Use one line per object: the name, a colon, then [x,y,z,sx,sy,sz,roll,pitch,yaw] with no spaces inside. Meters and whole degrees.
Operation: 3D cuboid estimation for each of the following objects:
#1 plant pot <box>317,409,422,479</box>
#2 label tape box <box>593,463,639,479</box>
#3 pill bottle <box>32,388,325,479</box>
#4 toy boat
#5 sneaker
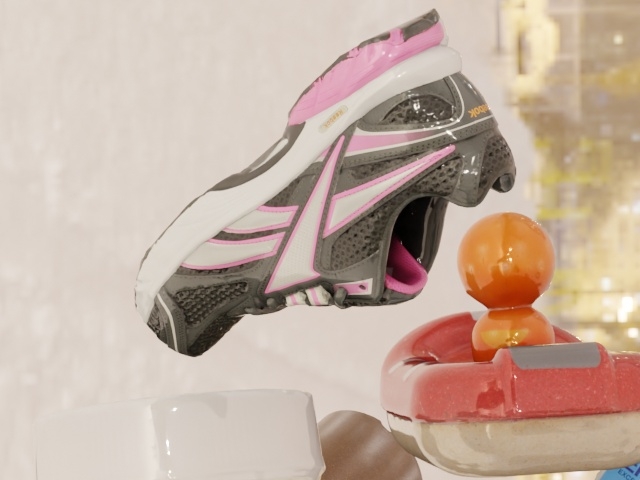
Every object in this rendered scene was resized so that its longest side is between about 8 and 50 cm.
plant pot: [0.005,0.256,1.565,0.165,0.167,0.167,-42,137,-41]
label tape box: [0.219,0.321,1.046,0.347,0.249,0.115,-61,159,15]
pill bottle: [-0.049,0.219,0.698,0.169,0.169,0.301,48,35,-77]
toy boat: [0.114,0.058,0.991,0.231,0.151,0.151,160,-73,-83]
sneaker: [0.000,0.000,0.606,0.077,0.178,0.072,53,40,9]
